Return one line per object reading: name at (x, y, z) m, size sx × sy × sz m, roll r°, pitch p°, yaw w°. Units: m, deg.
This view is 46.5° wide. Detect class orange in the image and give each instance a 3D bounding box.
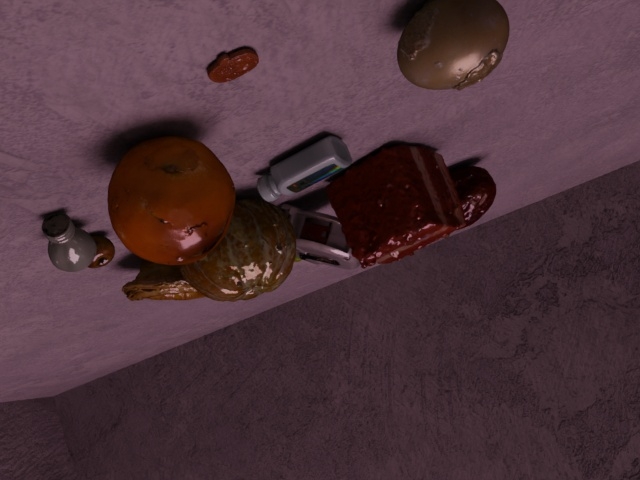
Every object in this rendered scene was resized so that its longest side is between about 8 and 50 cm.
orange at (-0.281, -0.076, 1.415) m, size 0.246 × 0.246 × 0.246 m, roll -20°, pitch 168°, yaw -4°
orange at (-0.220, 0.031, 1.986) m, size 0.329 × 0.249 × 0.329 m, roll -20°, pitch 161°, yaw -7°

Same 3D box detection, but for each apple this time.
apple at (-0.551, 0.026, 1.829) m, size 0.089 × 0.074 × 0.089 m, roll -21°, pitch 167°, yaw -5°

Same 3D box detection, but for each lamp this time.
lamp at (-0.565, 0.002, 1.664) m, size 0.106 × 0.106 × 0.193 m, roll -18°, pitch 158°, yaw -13°

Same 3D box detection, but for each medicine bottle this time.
medicine bottle at (-0.046, -0.168, 1.788) m, size 0.228 × 0.083 × 0.121 m, roll -25°, pitch 170°, yaw 23°

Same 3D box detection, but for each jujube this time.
jujube at (0.445, -0.135, 2.489) m, size 0.290 × 0.197 × 0.197 m, roll -33°, pitch 164°, yaw 19°

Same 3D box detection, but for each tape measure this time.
tape measure at (0.000, 0.000, 2.215) m, size 0.265 × 0.130 × 0.258 m, roll 13°, pitch 167°, yaw 21°

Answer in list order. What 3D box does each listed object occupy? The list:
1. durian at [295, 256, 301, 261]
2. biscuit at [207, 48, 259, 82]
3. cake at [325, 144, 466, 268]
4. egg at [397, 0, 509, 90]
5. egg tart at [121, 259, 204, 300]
durian at (-0.080, 0.015, 2.490) m, size 0.132 × 0.107 × 0.375 m, roll -10°, pitch 161°, yaw -20°
biscuit at (-0.147, -0.292, 1.234) m, size 0.091 × 0.015 × 0.078 m, roll -24°, pitch 166°, yaw 13°
cake at (0.231, -0.099, 2.108) m, size 0.269 × 0.270 × 0.319 m, roll -29°, pitch 167°, yaw 34°
egg at (0.228, -0.341, 1.286) m, size 0.201 × 0.164 × 0.164 m, roll -23°, pitch 168°, yaw 26°
egg tart at (-0.423, 0.108, 2.184) m, size 0.318 × 0.128 × 0.319 m, roll -4°, pitch 174°, yaw 0°
